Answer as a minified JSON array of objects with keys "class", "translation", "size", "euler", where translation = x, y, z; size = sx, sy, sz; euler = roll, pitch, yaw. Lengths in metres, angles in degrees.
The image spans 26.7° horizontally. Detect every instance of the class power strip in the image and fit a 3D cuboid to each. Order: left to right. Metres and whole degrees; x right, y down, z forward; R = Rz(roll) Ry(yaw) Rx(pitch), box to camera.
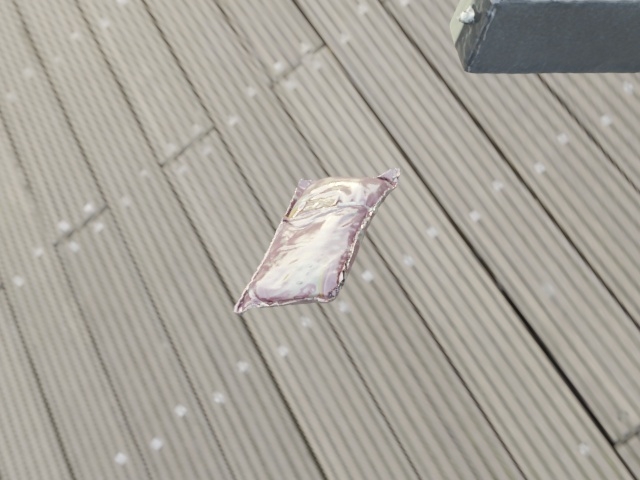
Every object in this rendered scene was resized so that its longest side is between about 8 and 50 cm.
[{"class":"power strip","translation":[0.241,-0.205,1.205],"size":[0.257,0.105,0.070],"euler":[-3,56,-16]}]

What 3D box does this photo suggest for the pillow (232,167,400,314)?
[{"class":"pillow","translation":[0.000,0.000,1.175],"size":[0.118,0.043,0.185],"euler":[-10,37,34]}]
